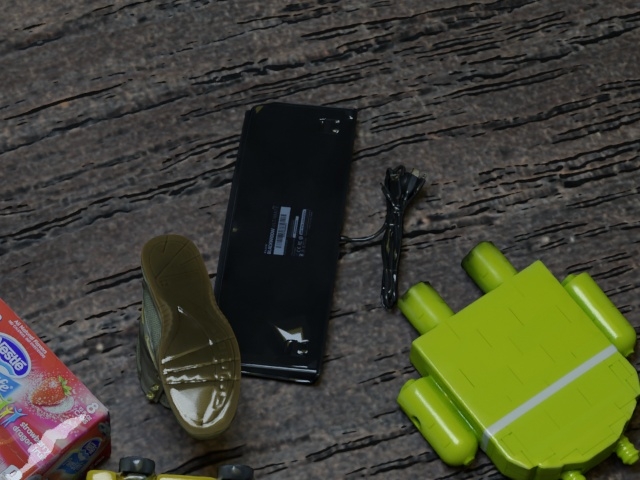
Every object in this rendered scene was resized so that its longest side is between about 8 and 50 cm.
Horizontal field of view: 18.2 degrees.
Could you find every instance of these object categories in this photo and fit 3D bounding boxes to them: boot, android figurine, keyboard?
[{"bbox_3d":[-0.130,0.123,1.905,0.077,0.165,0.213,-8,58,-15],"label":"boot"},{"bbox_3d":[0.205,0.132,1.987,0.248,0.056,0.273,-33,69,-19],"label":"android figurine"},{"bbox_3d":[0.000,0.000,2.054,0.201,0.033,0.317,6,63,6],"label":"keyboard"}]

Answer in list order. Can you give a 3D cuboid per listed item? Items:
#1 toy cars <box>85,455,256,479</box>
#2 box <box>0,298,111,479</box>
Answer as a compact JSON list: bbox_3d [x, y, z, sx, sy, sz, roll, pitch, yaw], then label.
[{"bbox_3d":[-0.211,0.324,1.844,0.394,0.087,0.176,-36,83,-15],"label":"toy cars"},{"bbox_3d":[-0.329,0.138,1.906,0.128,0.122,0.257,-40,73,-21],"label":"box"}]
